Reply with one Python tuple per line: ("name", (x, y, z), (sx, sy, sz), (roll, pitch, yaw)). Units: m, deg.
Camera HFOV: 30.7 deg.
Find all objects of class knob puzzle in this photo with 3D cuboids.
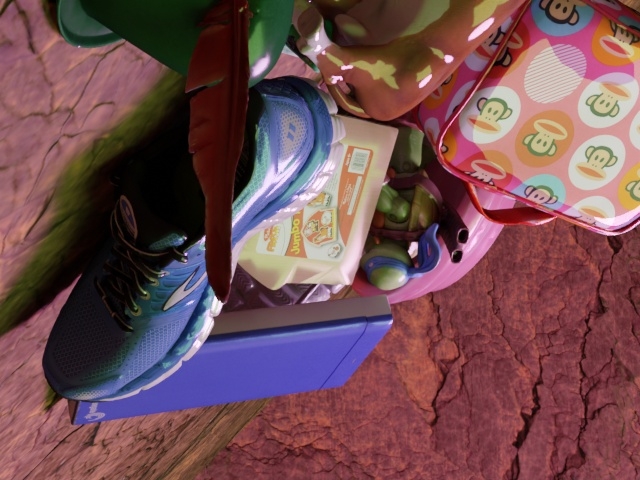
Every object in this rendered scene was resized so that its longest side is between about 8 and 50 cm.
("knob puzzle", (-0.030, -0.046, 1.142), (0.213, 0.030, 0.213), (-13, 117, -28))

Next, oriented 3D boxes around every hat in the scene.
("hat", (-0.026, -0.109, 0.636), (0.208, 0.183, 0.173), (-48, 172, 10))

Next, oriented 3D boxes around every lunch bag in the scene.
("lunch bag", (0.251, -0.125, 1.205), (0.258, 0.293, 0.120), (-57, -151, 21))

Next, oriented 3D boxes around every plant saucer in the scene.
("plant saucer", (0.151, -0.066, 1.466), (0.332, 0.084, 0.332), (-49, -154, 35))

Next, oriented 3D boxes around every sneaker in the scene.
("sneaker", (-0.073, 0.063, 1.487), (0.321, 0.125, 0.180), (-36, 175, 0))
("sneaker", (-0.129, -0.005, 0.918), (0.330, 0.130, 0.147), (-52, 156, 15))

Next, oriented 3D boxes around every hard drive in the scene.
("hard drive", (-0.103, 0.130, 1.256), (0.318, 0.040, 0.210), (-6, 156, -19))

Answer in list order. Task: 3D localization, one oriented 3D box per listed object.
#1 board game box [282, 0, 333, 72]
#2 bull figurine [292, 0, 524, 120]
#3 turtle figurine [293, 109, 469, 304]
("board game box", (0.147, -0.296, 1.057), (0.390, 0.050, 0.390), (-49, 171, 13))
("bull figurine", (0.105, -0.218, 0.836), (0.310, 0.101, 0.188), (-50, 142, 12))
("turtle figurine", (0.039, -0.067, 1.311), (0.274, 0.198, 0.266), (-12, -138, 40))
